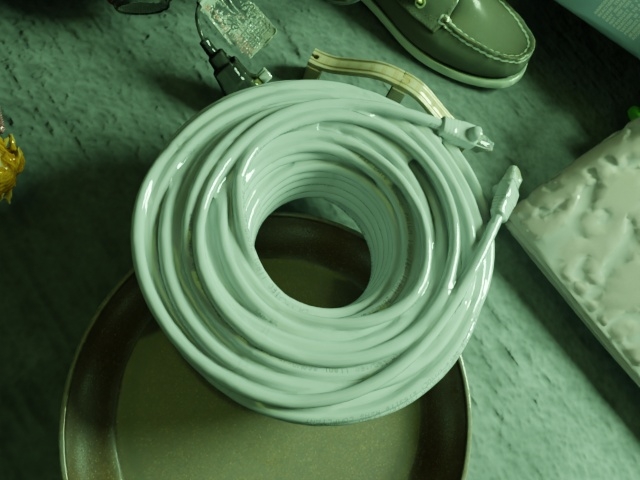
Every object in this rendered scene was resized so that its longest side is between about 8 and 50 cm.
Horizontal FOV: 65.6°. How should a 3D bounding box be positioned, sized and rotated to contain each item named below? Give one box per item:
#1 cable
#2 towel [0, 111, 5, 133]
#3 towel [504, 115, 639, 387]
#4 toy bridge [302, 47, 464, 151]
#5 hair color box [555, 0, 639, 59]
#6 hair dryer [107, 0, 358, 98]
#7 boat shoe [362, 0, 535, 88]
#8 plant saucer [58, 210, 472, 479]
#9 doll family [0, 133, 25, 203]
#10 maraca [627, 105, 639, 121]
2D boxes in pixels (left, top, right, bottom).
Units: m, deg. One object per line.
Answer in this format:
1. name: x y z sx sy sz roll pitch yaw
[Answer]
1. cable: 0.000 0.000 0.372 0.256 0.089 0.257 24 70 -3
2. towel: -0.430 -0.206 0.426 0.236 0.037 0.329 -17 75 -15
3. towel: 0.399 0.001 0.446 0.331 0.053 0.317 -38 84 12
4. toy bridge: 0.074 -0.142 0.497 0.188 0.063 0.026 27 69 -2
5. hair color box: 0.421 -0.245 0.546 0.374 0.114 0.185 36 42 0
6. hair dryer: -0.107 -0.288 0.459 0.293 0.080 0.224 42 81 -22
7. boat shoe: 0.110 -0.284 0.536 0.305 0.091 0.109 39 69 2
8. plant saucer: -0.032 0.130 0.394 0.310 0.050 0.311 3 71 -10
9. doll family: -0.313 -0.053 0.347 0.163 0.118 0.263 22 75 -15
10. maraca: 0.405 -0.078 0.531 0.127 0.099 0.186 -15 65 -29
